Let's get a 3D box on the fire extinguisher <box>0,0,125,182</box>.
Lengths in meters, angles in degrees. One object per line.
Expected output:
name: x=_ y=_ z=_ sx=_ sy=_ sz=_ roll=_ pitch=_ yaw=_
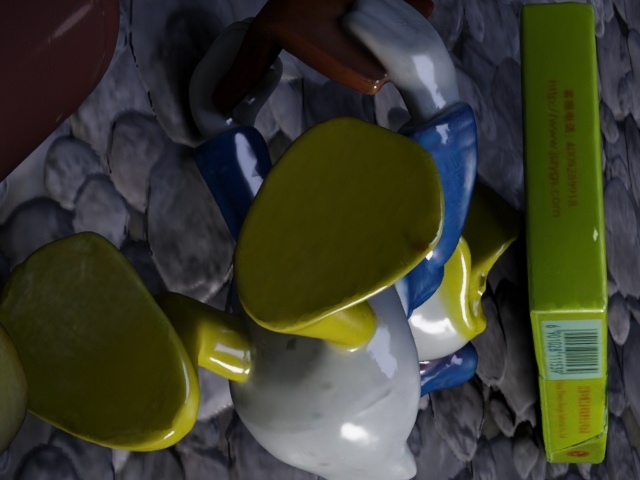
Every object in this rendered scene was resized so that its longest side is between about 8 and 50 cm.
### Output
fire extinguisher: x=-0.166 y=-0.063 z=0.628 sx=0.135 sy=0.114 sz=0.337 roll=55 pitch=35 yaw=-14

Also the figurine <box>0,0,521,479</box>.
figurine: x=0.000 y=0.000 z=0.890 sx=0.338 sy=0.204 sz=0.283 roll=45 pitch=35 yaw=-61

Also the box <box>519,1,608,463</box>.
box: x=0.154 y=0.011 z=1.092 sx=0.335 sy=0.047 sz=0.187 roll=69 pitch=20 yaw=-68

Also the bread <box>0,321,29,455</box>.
bread: x=-0.166 y=0.099 z=0.629 sx=0.187 sy=0.065 sz=0.149 roll=-62 pitch=142 yaw=-52
